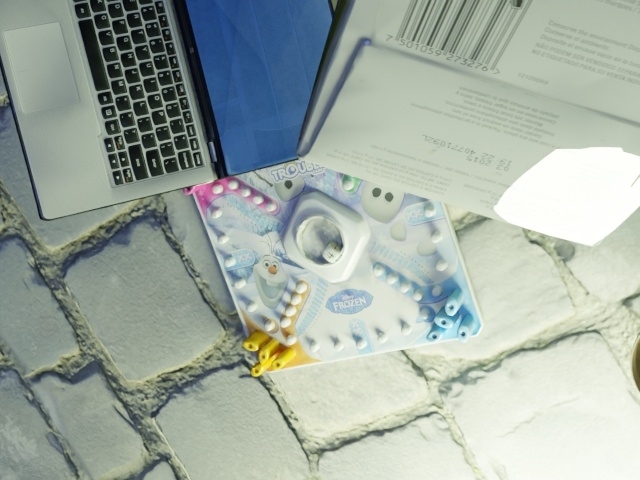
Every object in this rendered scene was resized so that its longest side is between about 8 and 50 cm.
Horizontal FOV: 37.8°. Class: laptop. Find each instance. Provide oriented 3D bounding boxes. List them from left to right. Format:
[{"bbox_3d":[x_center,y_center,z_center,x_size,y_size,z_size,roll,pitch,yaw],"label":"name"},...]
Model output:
[{"bbox_3d":[-0.210,-0.260,1.240,0.236,0.407,0.382,178,78,-72],"label":"laptop"}]

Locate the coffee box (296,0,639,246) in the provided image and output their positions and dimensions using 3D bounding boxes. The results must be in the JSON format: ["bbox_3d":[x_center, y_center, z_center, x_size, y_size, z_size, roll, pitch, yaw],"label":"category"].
[{"bbox_3d":[0.201,-0.250,0.898,0.337,0.334,0.338,17,149,-5],"label":"coffee box"}]

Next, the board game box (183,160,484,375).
[{"bbox_3d":[0.000,0.000,1.378,0.390,0.050,0.390,-14,102,28],"label":"board game box"}]

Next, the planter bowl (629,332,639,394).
[{"bbox_3d":[0.479,0.139,1.176,0.162,0.109,0.162,8,111,21],"label":"planter bowl"}]
